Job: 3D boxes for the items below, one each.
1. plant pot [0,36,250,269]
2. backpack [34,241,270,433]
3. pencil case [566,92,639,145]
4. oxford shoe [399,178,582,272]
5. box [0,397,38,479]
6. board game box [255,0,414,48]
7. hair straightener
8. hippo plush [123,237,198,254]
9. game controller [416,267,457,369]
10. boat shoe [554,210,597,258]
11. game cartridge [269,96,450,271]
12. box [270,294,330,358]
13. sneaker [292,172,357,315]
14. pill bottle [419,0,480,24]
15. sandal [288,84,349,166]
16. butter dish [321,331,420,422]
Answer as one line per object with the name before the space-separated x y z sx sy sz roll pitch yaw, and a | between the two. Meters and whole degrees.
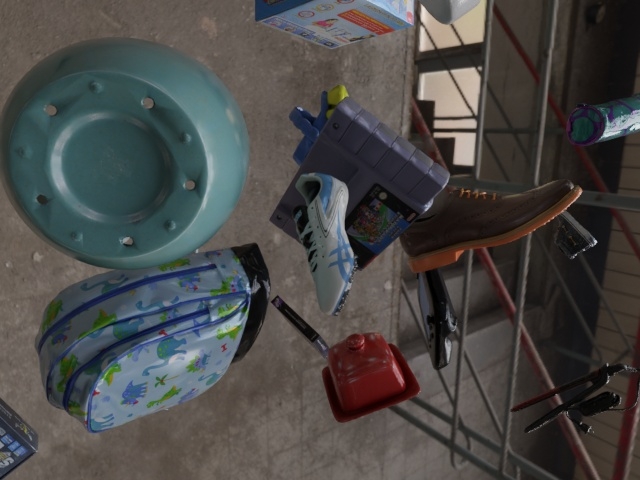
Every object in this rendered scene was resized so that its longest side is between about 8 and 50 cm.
plant pot | -0.224 -0.097 0.553 0.293 0.235 0.293 -3 106 -11
backpack | -0.283 0.162 0.803 0.356 0.273 0.290 5 133 -31
pencil case | 0.465 -0.195 0.745 0.152 0.070 0.064 -15 118 -23
oxford shoe | 0.326 -0.054 0.948 0.132 0.364 0.130 65 22 0
box | -0.561 0.278 0.661 0.183 0.059 0.232 -37 112 -19
board game box | 0.040 -0.617 1.237 0.308 0.302 0.086 -6 97 -49
hair straightener | 0.456 0.289 0.817 0.230 0.089 0.047 -38 148 24
hippo plush | -0.385 -0.041 1.090 0.234 0.236 0.294 -59 167 -10
game controller | 0.249 0.142 1.064 0.067 0.319 0.166 5 116 3
boat shoe | 0.689 -0.022 1.315 0.083 0.183 0.065 -40 110 19
game cartridge | 0.054 -0.073 0.892 0.230 0.355 0.068 39 52 0
box | -0.046 0.212 1.143 0.029 0.162 0.116 -43 146 -11
sneaker | 0.000 0.000 0.659 0.086 0.237 0.085 10 139 -17
pill bottle | 0.199 -0.330 0.403 0.278 0.162 0.162 -33 126 13
sandal | -0.001 -0.194 1.091 0.126 0.138 0.317 -38 129 -74
butter dish | 0.074 0.220 0.842 0.160 0.160 0.118 -20 115 -2
